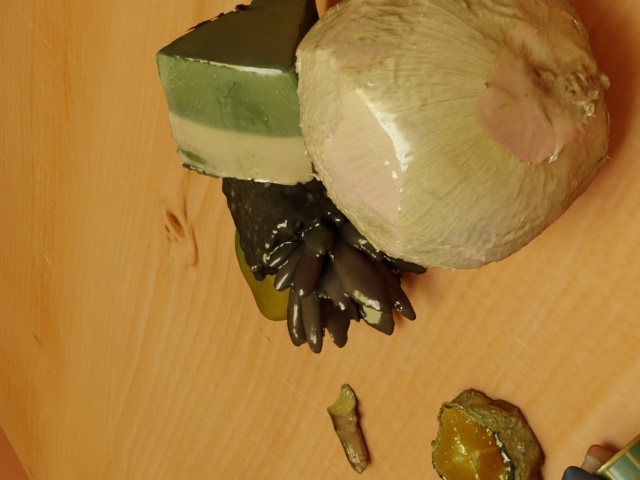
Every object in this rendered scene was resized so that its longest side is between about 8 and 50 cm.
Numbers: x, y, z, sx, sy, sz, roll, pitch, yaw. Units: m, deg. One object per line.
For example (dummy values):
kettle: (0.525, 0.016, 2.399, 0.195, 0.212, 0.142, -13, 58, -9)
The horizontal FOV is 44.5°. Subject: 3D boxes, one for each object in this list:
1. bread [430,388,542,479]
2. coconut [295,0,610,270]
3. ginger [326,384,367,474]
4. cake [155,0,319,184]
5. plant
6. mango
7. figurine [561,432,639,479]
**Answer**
bread: (0.209, 0.264, 0.987, 0.140, 0.069, 0.128, 26, 122, 47)
coconut: (0.127, -0.122, 0.753, 0.254, 0.297, 0.297, -151, 51, -68)
ginger: (0.042, 0.297, 1.228, 0.057, 0.044, 0.137, -10, 98, 34)
cake: (-0.027, -0.198, 0.940, 0.172, 0.283, 0.158, 21, 136, 30)
plant: (0.000, 0.000, 1.066, 0.321, 0.194, 0.182, 62, 154, 20)
mango: (-0.072, 0.037, 1.236, 0.122, 0.085, 0.191, -9, 107, 42)
figurine: (0.351, 0.329, 0.779, 0.275, 0.161, 0.158, 50, 117, 20)
